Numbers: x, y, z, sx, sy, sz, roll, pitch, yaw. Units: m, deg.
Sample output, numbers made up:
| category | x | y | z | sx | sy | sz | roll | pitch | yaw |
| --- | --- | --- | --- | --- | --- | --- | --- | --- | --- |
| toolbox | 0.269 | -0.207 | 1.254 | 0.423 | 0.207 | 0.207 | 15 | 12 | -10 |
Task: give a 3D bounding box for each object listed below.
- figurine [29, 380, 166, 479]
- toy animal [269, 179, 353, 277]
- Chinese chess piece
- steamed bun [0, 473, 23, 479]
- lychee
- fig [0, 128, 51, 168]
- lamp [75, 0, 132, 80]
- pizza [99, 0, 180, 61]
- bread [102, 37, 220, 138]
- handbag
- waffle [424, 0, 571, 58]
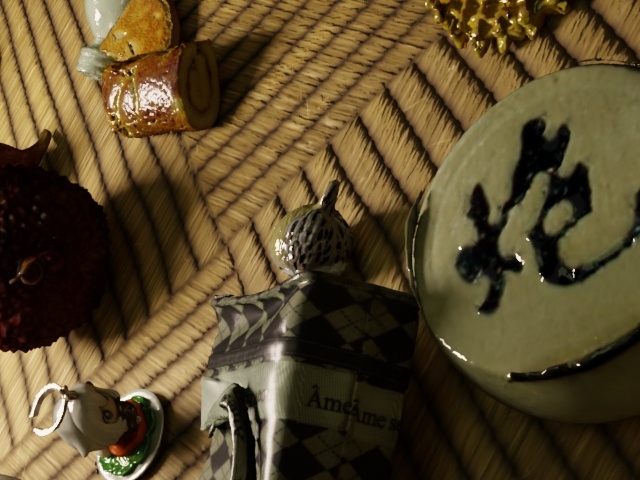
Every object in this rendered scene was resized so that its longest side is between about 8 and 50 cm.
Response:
| category | x | y | z | sx | sy | sz | roll | pitch | yaw |
| --- | --- | --- | --- | --- | --- | --- | --- | --- | --- |
| figurine | -0.291 | 0.231 | 1.521 | 0.132 | 0.154 | 0.132 | -22 | 54 | 34 |
| toy animal | 0.000 | 0.000 | 1.418 | 0.137 | 0.098 | 0.098 | -50 | 39 | 38 |
| Chinese chess piece | 0.249 | -0.001 | 1.149 | 0.349 | 0.146 | 0.349 | -22 | 53 | 33 |
| steamed bun | -0.378 | 0.434 | 1.428 | 0.309 | 0.309 | 0.309 | -22 | 54 | 34 |
| lychee | -0.418 | 0.024 | 1.688 | 0.264 | 0.264 | 0.300 | -59 | 23 | 0 |
| fig | -0.507 | -0.096 | 1.921 | 0.207 | 0.175 | 0.175 | -37 | 44 | -4 |
| lamp | -0.341 | -0.353 | 1.947 | 0.106 | 0.106 | 0.193 | 13 | 87 | 46 |
| pizza | -0.277 | -0.320 | 1.884 | 0.134 | 0.046 | 0.175 | -15 | 61 | 20 |
| bread | -0.233 | -0.216 | 1.751 | 0.172 | 0.103 | 0.132 | -2 | 95 | 40 |
| handbag | -0.063 | 0.251 | 1.270 | 0.317 | 0.180 | 0.416 | -14 | 61 | 60 |
| waffle | 0.225 | -0.331 | 1.431 | 0.232 | 0.051 | 0.228 | -40 | 48 | 20 |
